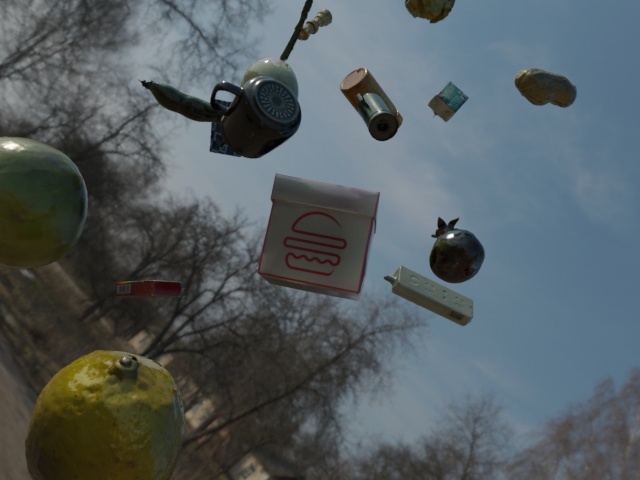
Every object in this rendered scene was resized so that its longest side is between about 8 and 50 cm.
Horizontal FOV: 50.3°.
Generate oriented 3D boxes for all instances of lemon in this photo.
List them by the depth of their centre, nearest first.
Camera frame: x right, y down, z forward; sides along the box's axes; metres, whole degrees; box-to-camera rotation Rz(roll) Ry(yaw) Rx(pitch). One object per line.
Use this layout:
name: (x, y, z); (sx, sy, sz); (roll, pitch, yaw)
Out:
lemon: (-0.346, 0.308, 1.112); (0.253, 0.253, 0.310); (38, -56, 38)

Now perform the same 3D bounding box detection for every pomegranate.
pomegranate: (0.348, 0.025, 1.739); (0.148, 0.169, 0.148); (5, -37, 4)

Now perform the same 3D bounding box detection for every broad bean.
broad bean: (-0.444, -0.449, 2.254); (0.339, 0.077, 0.061); (22, 4, -21)

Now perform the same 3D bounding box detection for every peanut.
peanut: (0.604, -0.403, 1.813); (0.194, 0.093, 0.083); (13, -23, -19)

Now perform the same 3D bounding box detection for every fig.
fig: (-0.622, -0.080, 1.321); (0.326, 0.258, 0.258); (11, 17, -45)

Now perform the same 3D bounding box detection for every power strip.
power strip: (0.362, 0.180, 2.252); (0.338, 0.098, 0.058); (25, -49, -8)

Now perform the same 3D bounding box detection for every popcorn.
popcorn: (0.306, -0.704, 1.866); (0.173, 0.168, 0.195); (32, -44, 13)

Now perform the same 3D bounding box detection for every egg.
egg: (-0.155, -0.461, 2.082); (0.183, 0.217, 0.183); (5, -33, 3)

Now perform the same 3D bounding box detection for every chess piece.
chess piece: (-0.027, -0.731, 2.329); (0.060, 0.172, 0.060); (26, -39, 23)

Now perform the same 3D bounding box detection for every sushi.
sushi: (-0.345, -0.408, 2.469); (0.031, 0.139, 0.201); (2, -92, 49)

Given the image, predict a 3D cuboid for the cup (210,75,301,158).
cup: (-0.171, -0.309, 1.666); (0.223, 0.169, 0.176); (25, -33, -23)

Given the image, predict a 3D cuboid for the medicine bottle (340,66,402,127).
medicine bottle: (0.145, -0.388, 1.927); (0.192, 0.096, 0.096); (46, -12, -33)

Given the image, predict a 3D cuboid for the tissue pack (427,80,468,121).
tissue pack: (0.391, -0.426, 2.123); (0.085, 0.111, 0.079); (42, -42, 0)

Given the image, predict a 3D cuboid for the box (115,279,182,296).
box: (-0.514, 0.145, 2.036); (0.175, 0.048, 0.112); (-5, -9, 35)

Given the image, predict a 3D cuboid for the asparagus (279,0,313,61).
asparagus: (-0.075, -0.656, 2.136); (0.027, 0.236, 0.034); (30, 14, 12)

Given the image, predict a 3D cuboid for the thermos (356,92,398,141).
thermos: (0.131, -0.317, 1.700); (0.188, 0.083, 0.073); (-108, -154, -58)

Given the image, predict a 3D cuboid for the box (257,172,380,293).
box: (0.000, 0.000, 2.025); (0.312, 0.300, 0.314); (11, -8, 5)
